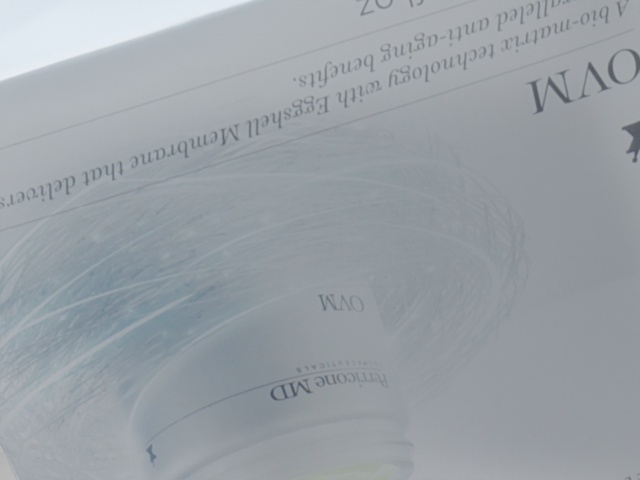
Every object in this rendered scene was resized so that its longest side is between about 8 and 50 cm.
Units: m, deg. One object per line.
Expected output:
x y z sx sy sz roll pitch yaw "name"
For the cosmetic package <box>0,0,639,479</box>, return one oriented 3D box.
0.000 0.000 0.527 0.224 0.224 0.138 -18 30 -1 "cosmetic package"
